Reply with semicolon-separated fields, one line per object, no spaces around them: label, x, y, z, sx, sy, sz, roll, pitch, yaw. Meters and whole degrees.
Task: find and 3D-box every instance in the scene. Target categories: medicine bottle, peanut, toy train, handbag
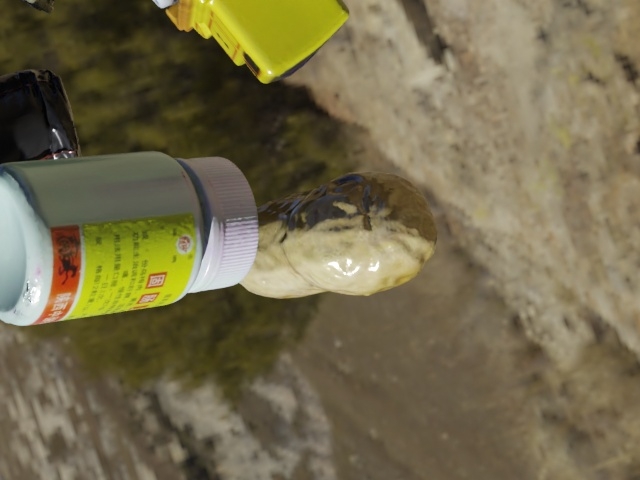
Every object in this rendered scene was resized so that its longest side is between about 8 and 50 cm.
medicine bottle;-0.179;-0.006;1.334;0.139;0.225;0.139;13;107;52
peanut;0.000;0.000;1.408;0.236;0.120;0.110;-10;125;40
toy train;-0.049;-0.158;0.945;0.127;0.089;0.219;51;175;-5
handbag;-0.360;-0.103;1.748;0.215;0.169;0.155;133;123;-79

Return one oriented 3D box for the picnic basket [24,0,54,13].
picnic basket;-0.321;-0.375;1.713;0.154;0.196;0.134;36;-177;41
